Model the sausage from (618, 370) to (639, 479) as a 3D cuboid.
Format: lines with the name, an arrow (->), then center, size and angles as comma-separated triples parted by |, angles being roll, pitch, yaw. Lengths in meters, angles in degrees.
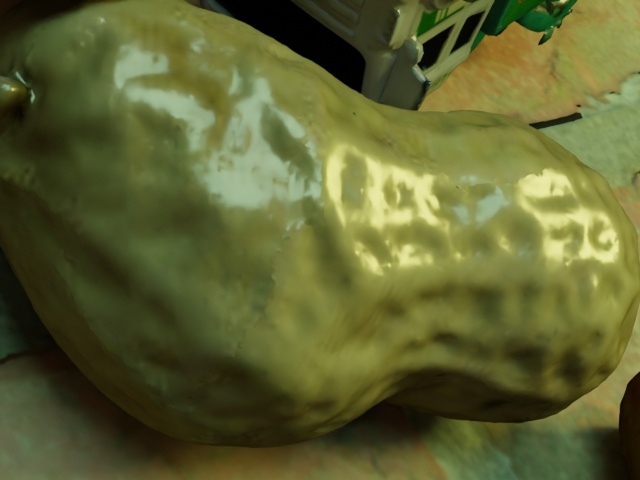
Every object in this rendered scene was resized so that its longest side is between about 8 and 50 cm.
sausage -> 0.178, 0.167, 0.484 | 0.109, 0.109, 0.270 | 20, 51, -15

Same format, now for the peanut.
peanut -> -0.005, 0.008, 0.483 | 0.291, 0.143, 0.159 | 17, 83, -24

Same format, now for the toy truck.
toy truck -> 0.094, -0.194, 0.662 | 0.176, 0.178, 0.363 | 39, 46, 16
